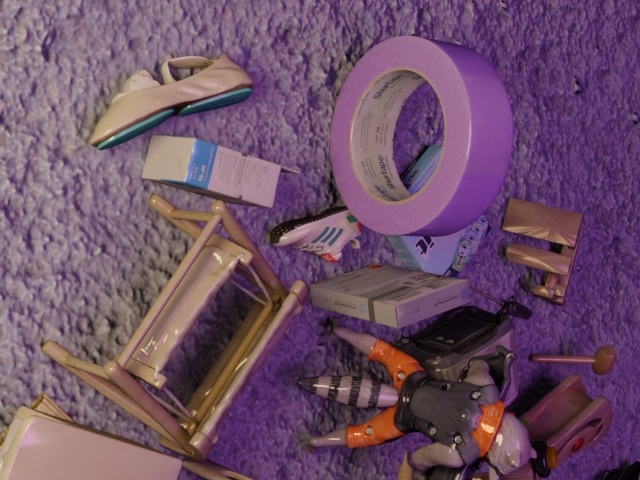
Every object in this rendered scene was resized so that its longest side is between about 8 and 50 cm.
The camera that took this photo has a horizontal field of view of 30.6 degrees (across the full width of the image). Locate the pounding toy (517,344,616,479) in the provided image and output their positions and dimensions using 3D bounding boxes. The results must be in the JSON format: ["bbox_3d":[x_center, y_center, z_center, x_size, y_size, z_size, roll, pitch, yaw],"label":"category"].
[{"bbox_3d":[0.411,0.299,2.058,0.269,0.155,0.154,-35,146,-22],"label":"pounding toy"}]

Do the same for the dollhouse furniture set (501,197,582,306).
[{"bbox_3d":[0.374,0.023,2.016,0.151,0.123,0.144,38,68,-74],"label":"dollhouse furniture set"}]

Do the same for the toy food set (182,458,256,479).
[{"bbox_3d":[-0.083,0.450,1.555,0.092,0.220,0.306,-26,112,-36],"label":"toy food set"}]

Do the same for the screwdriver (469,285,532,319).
[{"bbox_3d":[0.295,0.100,1.971,0.170,0.025,0.024,24,81,-31],"label":"screwdriver"}]

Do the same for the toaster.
[{"bbox_3d":[0.226,0.202,1.849,0.227,0.129,0.146,-26,116,-34],"label":"toaster"}]

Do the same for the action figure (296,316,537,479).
[{"bbox_3d":[0.134,0.281,1.642,0.178,0.330,0.341,44,59,-62],"label":"action figure"}]

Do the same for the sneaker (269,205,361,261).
[{"bbox_3d":[0.000,0.000,1.674,0.161,0.057,0.075,-19,102,-40],"label":"sneaker"}]

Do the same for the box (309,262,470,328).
[{"bbox_3d":[0.098,0.076,1.682,0.145,0.186,0.038,-16,108,-38],"label":"box"}]

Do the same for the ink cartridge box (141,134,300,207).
[{"bbox_3d":[-0.127,-0.085,1.524,0.180,0.104,0.060,16,85,-40],"label":"ink cartridge box"}]

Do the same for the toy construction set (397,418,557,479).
[{"bbox_3d":[0.237,0.384,1.826,0.309,0.257,0.237,28,59,-40],"label":"toy construction set"}]

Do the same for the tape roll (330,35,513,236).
[{"bbox_3d":[0.135,-0.142,1.627,0.090,0.275,0.274,3,94,-40],"label":"tape roll"}]

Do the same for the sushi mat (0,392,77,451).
[{"bbox_3d":[-0.302,0.343,1.488,0.151,0.019,0.316,-52,125,-21],"label":"sushi mat"}]

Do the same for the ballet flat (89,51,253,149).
[{"bbox_3d":[-0.197,-0.185,1.479,0.248,0.086,0.086,-25,111,-37],"label":"ballet flat"}]

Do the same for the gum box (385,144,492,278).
[{"bbox_3d":[0.178,-0.030,1.832,0.157,0.041,0.184,-50,125,-24],"label":"gum box"}]

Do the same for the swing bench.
[{"bbox_3d":[-0.159,0.117,1.484,0.254,0.165,0.253,46,66,-35],"label":"swing bench"}]

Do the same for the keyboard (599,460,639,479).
[{"bbox_3d":[0.544,0.474,2.226,0.192,0.038,0.100,-29,137,-35],"label":"keyboard"}]

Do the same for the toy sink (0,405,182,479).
[{"bbox_3d":[-0.308,0.290,1.377,0.234,0.131,0.152,27,77,-44],"label":"toy sink"}]
